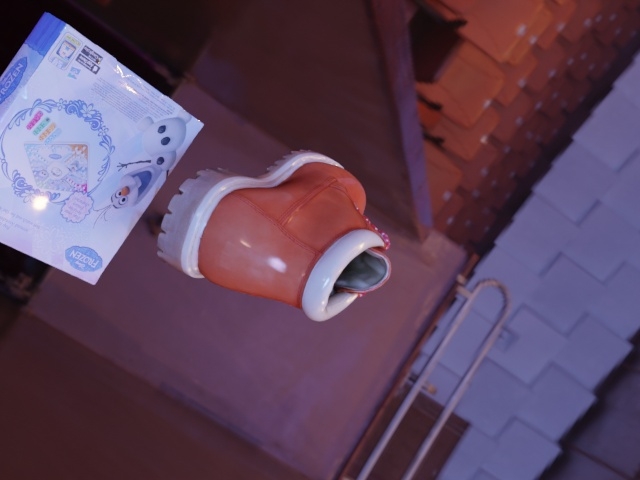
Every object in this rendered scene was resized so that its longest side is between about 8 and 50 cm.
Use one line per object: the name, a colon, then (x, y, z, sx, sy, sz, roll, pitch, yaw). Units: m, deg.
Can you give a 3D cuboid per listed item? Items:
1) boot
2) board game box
boot: (0.000, 0.000, 0.470, 0.158, 0.085, 0.059, -25, 134, -65)
board game box: (-0.106, -0.035, 0.428, 0.020, 0.090, 0.090, 33, -91, 38)
